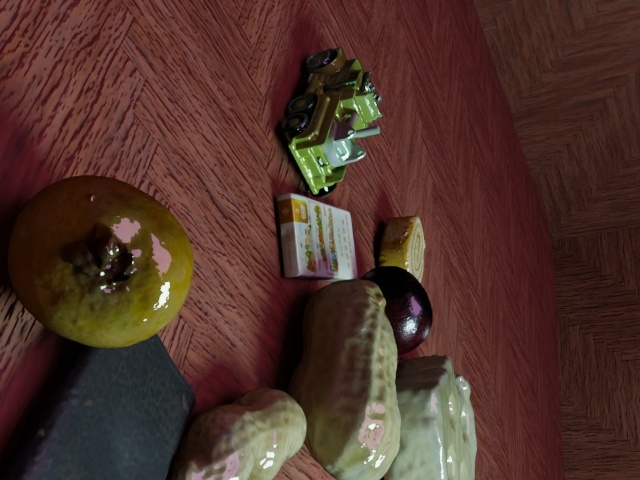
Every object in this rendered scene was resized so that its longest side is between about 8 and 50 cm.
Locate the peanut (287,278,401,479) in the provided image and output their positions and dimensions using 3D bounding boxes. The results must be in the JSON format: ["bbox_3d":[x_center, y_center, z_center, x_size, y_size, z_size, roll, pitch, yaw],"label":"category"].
[{"bbox_3d":[0.033,0.179,1.041,0.152,0.152,0.313,55,28,-44],"label":"peanut"}]

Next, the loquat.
[{"bbox_3d":[-0.179,0.017,0.632,0.163,0.137,0.163,49,-8,9],"label":"loquat"}]

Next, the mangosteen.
[{"bbox_3d":[0.107,0.118,1.259,0.152,0.152,0.152,-10,90,-66],"label":"mangosteen"}]

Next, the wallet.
[{"bbox_3d":[-0.197,0.203,0.652,0.321,0.044,0.170,-74,147,-50],"label":"wallet"}]

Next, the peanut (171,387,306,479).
[{"bbox_3d":[-0.086,0.223,0.836,0.228,0.086,0.104,-3,87,-65],"label":"peanut"}]

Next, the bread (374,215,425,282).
[{"bbox_3d":[0.153,0.029,1.468,0.149,0.073,0.122,-70,148,-44],"label":"bread"}]

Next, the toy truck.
[{"bbox_3d":[0.035,-0.197,1.208,0.259,0.135,0.128,-78,149,-46],"label":"toy truck"}]

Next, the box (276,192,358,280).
[{"bbox_3d":[-0.001,0.000,1.173,0.220,0.032,0.122,11,72,-65],"label":"box"}]

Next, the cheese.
[{"bbox_3d":[0.195,0.347,1.357,0.326,0.115,0.318,66,27,-42],"label":"cheese"}]
